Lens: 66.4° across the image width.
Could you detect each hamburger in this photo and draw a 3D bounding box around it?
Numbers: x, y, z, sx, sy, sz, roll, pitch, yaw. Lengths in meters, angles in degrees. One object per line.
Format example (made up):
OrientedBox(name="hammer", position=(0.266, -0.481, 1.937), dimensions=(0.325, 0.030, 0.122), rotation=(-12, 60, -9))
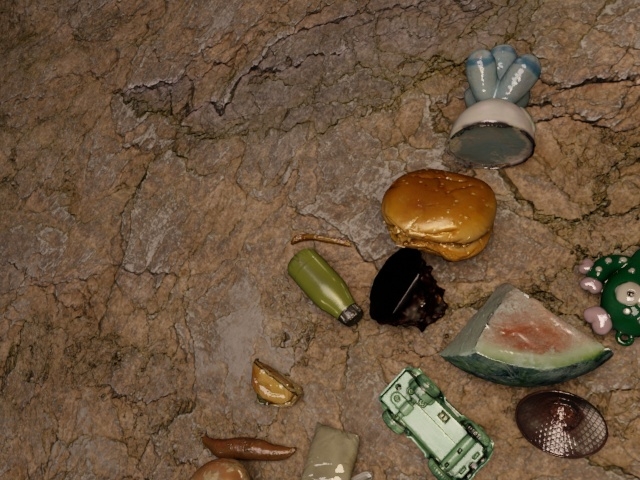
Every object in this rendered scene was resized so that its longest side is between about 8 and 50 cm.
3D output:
OrientedBox(name="hamburger", position=(-0.142, 0.429, 1.421), dimensions=(0.176, 0.087, 0.102), rotation=(30, 98, 19))
OrientedBox(name="hamburger", position=(0.304, -0.074, 1.278), dimensions=(0.289, 0.170, 0.314), rotation=(11, 37, 21))

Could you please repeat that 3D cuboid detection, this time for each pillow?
OrientedBox(name="pillow", position=(0.025, 0.586, 1.294), dimensions=(0.134, 0.078, 0.181), rotation=(4, 54, 21))

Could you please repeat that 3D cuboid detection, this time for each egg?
OrientedBox(name="egg", position=(-0.277, 0.697, 1.327), dimensions=(0.195, 0.195, 0.233), rotation=(33, 100, 27))

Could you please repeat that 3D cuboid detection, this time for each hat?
OrientedBox(name="hat", position=(0.563, 0.408, 1.149), dimensions=(0.193, 0.082, 0.193), rotation=(12, 119, 23))

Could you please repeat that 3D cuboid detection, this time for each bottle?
OrientedBox(name="bottle", position=(0.017, 0.141, 1.427), dimensions=(0.112, 0.112, 0.260), rotation=(-46, 63, 3))

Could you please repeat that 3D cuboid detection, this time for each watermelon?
OrientedBox(name="watermelon", position=(0.478, 0.218, 1.180), dimensions=(0.387, 0.228, 0.258), rotation=(-5, 62, 15))

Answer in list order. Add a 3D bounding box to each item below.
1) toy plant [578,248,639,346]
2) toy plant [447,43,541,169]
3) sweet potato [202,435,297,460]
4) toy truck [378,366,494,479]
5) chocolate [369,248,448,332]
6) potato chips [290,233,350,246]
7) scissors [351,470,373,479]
OrientedBox(name="toy plant", position=(0.739, 0.135, 1.143), dimensions=(0.232, 0.112, 0.243), rotation=(-3, 67, 19))
OrientedBox(name="toy plant", position=(0.485, -0.392, 1.354), dimensions=(0.247, 0.247, 0.332), rotation=(5, 71, 23))
OrientedBox(name="sweet potato", position=(-0.215, 0.595, 1.400), dimensions=(0.314, 0.072, 0.066), rotation=(-8, 57, 22))
OrientedBox(name="toy truck", position=(0.279, 0.449, 1.201), dimensions=(0.155, 0.156, 0.279), rotation=(-48, 64, 2))
OrientedBox(name="chocolate", position=(0.259, 0.152, 1.336), dimensions=(0.177, 0.206, 0.224), rotation=(30, 99, -17))
OrientedBox(name="potato chips", position=(0.000, 0.000, 1.528), dimensions=(0.204, 0.026, 0.037), rotation=(3, 78, 22))
OrientedBox(name="scissors", position=(0.053, 0.666, 1.294), dimensions=(0.204, 0.027, 0.101), rotation=(-37, 67, 10))
